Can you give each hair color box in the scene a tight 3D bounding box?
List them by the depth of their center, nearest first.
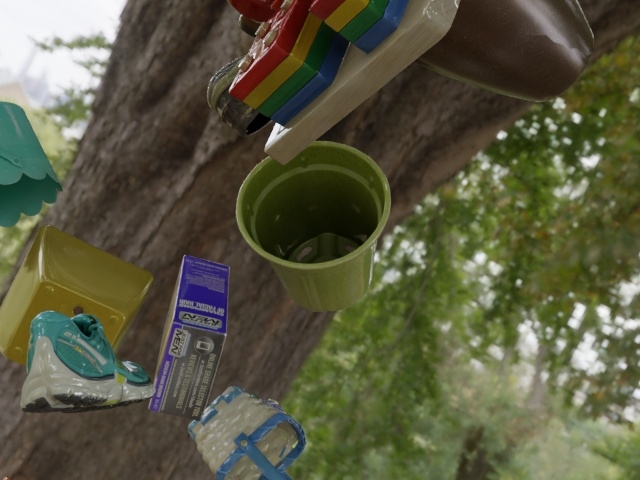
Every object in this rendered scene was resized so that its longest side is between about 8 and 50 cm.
[{"bbox_3d":[-0.248,0.178,1.946,0.110,0.185,0.339,14,18,-10],"label":"hair color box"}]

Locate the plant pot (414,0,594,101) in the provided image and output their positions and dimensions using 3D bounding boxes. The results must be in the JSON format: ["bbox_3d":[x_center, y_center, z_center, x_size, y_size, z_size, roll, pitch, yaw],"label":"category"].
[{"bbox_3d":[0.195,-0.261,1.146,0.230,0.215,0.215,30,0,-26],"label":"plant pot"}]

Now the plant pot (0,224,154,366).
[{"bbox_3d":[-0.412,0.127,1.653,0.212,0.212,0.187,27,7,-14],"label":"plant pot"}]

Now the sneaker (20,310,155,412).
[{"bbox_3d":[-0.260,0.139,1.155,0.107,0.110,0.275,-8,-12,3],"label":"sneaker"}]

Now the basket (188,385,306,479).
[{"bbox_3d":[-0.110,0.436,1.988,0.289,0.201,0.255,47,-9,24],"label":"basket"}]

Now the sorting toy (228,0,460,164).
[{"bbox_3d":[0.034,-0.233,0.898,0.089,0.255,0.257,33,-34,-17],"label":"sorting toy"}]

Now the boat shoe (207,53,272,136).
[{"bbox_3d":[-0.022,-0.296,1.764,0.130,0.355,0.132,57,-1,17],"label":"boat shoe"}]

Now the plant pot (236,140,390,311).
[{"bbox_3d":[0.000,0.000,1.884,0.276,0.276,0.254,29,-25,23],"label":"plant pot"}]

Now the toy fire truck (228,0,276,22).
[{"bbox_3d":[-0.099,-0.407,1.128,0.302,0.254,0.169,14,-31,-10],"label":"toy fire truck"}]

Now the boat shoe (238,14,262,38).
[{"bbox_3d":[-0.039,-0.495,2.025,0.122,0.120,0.324,32,42,22],"label":"boat shoe"}]

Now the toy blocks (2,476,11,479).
[{"bbox_3d":[-0.418,0.350,1.298,0.148,0.123,0.054,42,16,-24],"label":"toy blocks"}]

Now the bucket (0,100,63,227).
[{"bbox_3d":[-0.668,-0.137,1.982,0.183,0.281,0.281,66,9,10],"label":"bucket"}]
